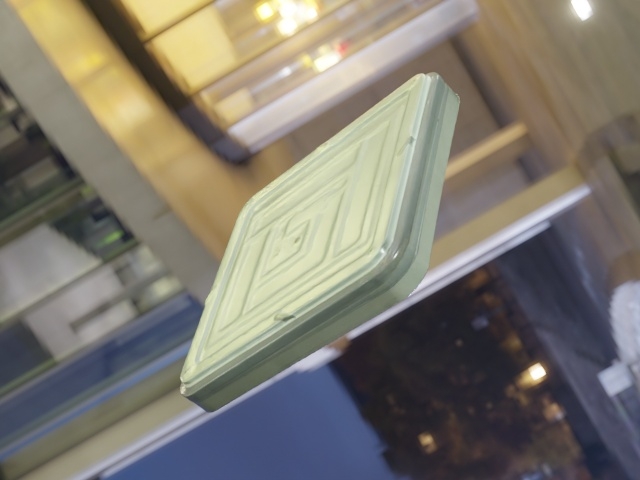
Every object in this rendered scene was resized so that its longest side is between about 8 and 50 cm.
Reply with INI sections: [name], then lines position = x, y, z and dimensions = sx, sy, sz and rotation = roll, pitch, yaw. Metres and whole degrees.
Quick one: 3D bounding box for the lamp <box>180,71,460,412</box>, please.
[lamp]
position = 0.000, 0.000, 1.278
dimensions = 0.047, 0.266, 0.269
rotation = 40, -143, -20
